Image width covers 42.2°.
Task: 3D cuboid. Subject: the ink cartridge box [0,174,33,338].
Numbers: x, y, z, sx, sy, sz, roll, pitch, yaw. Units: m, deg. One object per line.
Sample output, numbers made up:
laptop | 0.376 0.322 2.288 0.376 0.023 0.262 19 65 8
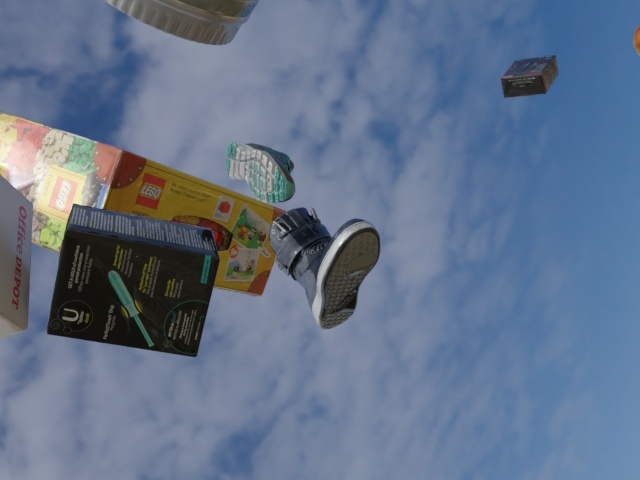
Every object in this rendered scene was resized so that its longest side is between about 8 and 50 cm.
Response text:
ink cartridge box | -0.422 -0.006 0.817 0.233 0.168 0.171 59 -163 -53

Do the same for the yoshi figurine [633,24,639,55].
yoshi figurine | 0.500 -0.285 0.931 0.203 0.203 0.362 -63 6 -32

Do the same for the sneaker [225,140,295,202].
sneaker | -0.064 -0.095 1.089 0.076 0.166 0.065 -5 -65 -28

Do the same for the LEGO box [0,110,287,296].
LEGO box | -0.359 -0.060 1.574 0.500 0.372 0.193 19 -90 -59

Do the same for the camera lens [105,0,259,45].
camera lens | -0.135 -0.392 0.943 0.219 0.219 0.274 -5 -49 -51

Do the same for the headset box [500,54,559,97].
headset box | 0.298 -0.232 1.181 0.083 0.062 0.032 -47 -53 -47

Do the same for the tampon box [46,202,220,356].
tampon box | -0.204 0.042 0.905 0.161 0.101 0.120 12 -75 -16

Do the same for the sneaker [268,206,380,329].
sneaker | -0.002 0.001 1.114 0.086 0.163 0.226 -17 -28 -23
